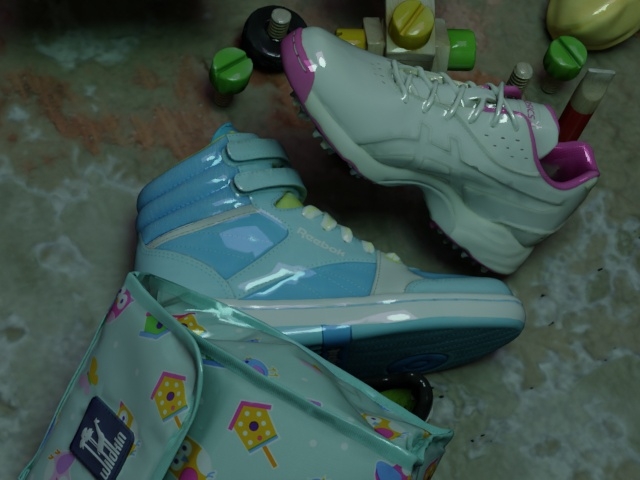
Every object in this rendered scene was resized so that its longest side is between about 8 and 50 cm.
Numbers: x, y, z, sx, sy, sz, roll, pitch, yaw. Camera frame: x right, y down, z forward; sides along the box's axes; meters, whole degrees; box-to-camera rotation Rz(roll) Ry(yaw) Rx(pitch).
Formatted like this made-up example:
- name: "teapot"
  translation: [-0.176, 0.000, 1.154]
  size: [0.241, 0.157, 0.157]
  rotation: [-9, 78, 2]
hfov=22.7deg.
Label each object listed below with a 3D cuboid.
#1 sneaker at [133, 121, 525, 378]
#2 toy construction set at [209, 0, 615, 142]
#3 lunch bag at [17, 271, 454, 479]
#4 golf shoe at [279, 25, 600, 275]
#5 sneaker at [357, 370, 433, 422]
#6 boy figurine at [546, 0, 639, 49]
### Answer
- name: "sneaker"
  translation: [0.000, 0.000, 1.269]
  size: [0.319, 0.127, 0.208]
  rotation: [-1, 65, -12]
- name: "toy construction set"
  translation: [0.105, -0.202, 1.327]
  size: [0.309, 0.237, 0.257]
  rotation: [26, 62, 2]
- name: "lunch bag"
  translation: [-0.075, 0.170, 1.112]
  size: [0.262, 0.160, 0.223]
  rotation: [29, 101, 11]
- name: "golf shoe"
  translation: [0.098, -0.093, 1.254]
  size: [0.306, 0.140, 0.115]
  rotation: [34, 32, -37]
- name: "sneaker"
  translation: [0.018, 0.145, 1.226]
  size: [0.170, 0.075, 0.063]
  rotation: [-23, 70, -21]
- name: "boy figurine"
  translation: [0.317, -0.268, 1.485]
  size: [0.177, 0.092, 0.285]
  rotation: [48, 65, -15]
